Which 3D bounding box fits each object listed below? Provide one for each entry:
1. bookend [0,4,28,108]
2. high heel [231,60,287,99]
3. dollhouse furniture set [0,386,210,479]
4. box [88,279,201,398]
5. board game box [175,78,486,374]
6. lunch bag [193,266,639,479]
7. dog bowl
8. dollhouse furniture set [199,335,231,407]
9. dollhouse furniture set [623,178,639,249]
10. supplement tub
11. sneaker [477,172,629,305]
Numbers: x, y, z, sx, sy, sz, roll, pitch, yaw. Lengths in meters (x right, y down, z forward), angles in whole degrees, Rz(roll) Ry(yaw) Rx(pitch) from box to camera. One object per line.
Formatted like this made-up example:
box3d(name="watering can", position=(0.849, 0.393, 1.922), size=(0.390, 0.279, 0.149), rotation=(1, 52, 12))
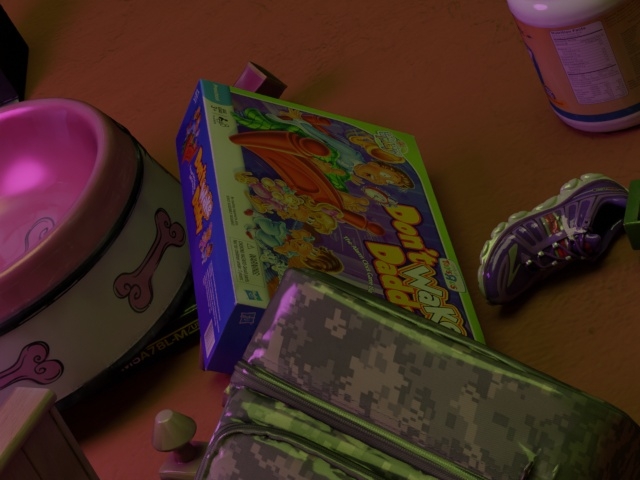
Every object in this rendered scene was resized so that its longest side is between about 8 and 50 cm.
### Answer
box3d(name="bookend", position=(-0.458, -0.260, 2.151), size=(0.072, 0.156, 0.157), rotation=(-22, 38, 11))
box3d(name="high heel", position=(-0.049, -0.096, 1.775), size=(0.244, 0.082, 0.117), rotation=(44, 105, 39))
box3d(name="dollhouse furniture set", position=(-0.117, 0.237, 1.306), size=(0.356, 0.173, 0.303), rotation=(-1, 40, 33))
box3d(name="box", position=(-0.185, 0.055, 1.695), size=(0.184, 0.045, 0.190), rotation=(-26, 36, 0))
box3d(name="board game box", position=(0.000, 0.000, 1.491), size=(0.347, 0.233, 0.078), rotation=(-104, 33, -52))
box3d(name="lunch bag", position=(0.064, 0.194, 1.184), size=(0.305, 0.212, 0.256), rotation=(24, 86, 23))
box3d(name="dog bowl", position=(-0.332, 0.013, 1.683), size=(0.408, 0.150, 0.408), rotation=(-18, 37, 14))
box3d(name="dollhouse furniture set", position=(-0.035, 0.120, 1.535), size=(0.151, 0.123, 0.144), rotation=(31, 62, 11))
box3d(name="dollhouse furniture set", position=(0.343, -0.026, 1.411), size=(0.152, 0.076, 0.058), rotation=(-8, 40, 28))
box3d(name="supplement tub", position=(0.265, -0.220, 1.583), size=(0.144, 0.199, 0.144), rotation=(-18, 38, 15))
box3d(name="sneaker", position=(0.214, 0.000, 1.469), size=(0.170, 0.068, 0.071), rotation=(-37, 36, -11))
